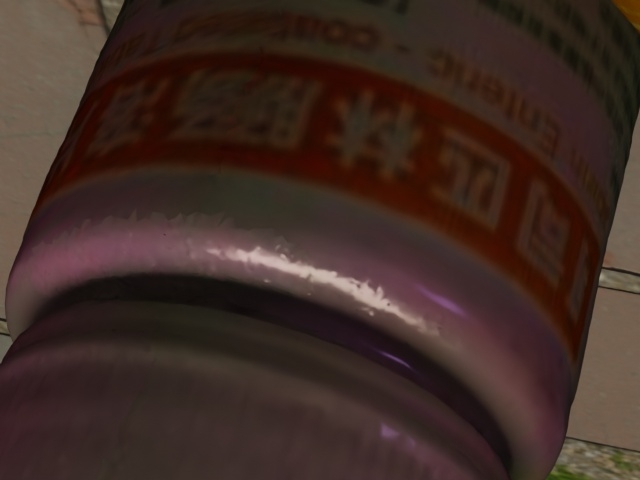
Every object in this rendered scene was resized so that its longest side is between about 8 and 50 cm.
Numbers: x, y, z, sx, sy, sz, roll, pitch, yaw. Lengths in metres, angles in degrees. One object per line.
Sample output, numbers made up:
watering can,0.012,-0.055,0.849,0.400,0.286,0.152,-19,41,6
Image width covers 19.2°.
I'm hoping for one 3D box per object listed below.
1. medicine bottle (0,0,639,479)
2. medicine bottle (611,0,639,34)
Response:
medicine bottle,0.000,0.000,0.730,0.219,0.388,0.219,14,149,9
medicine bottle,0.138,-0.156,0.635,0.158,0.158,0.318,-12,139,40
